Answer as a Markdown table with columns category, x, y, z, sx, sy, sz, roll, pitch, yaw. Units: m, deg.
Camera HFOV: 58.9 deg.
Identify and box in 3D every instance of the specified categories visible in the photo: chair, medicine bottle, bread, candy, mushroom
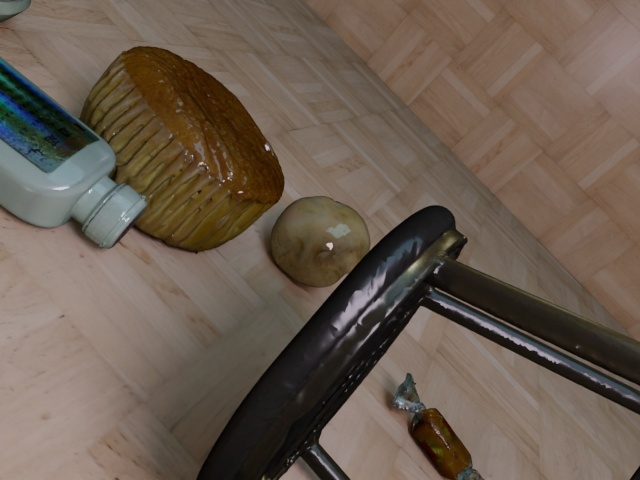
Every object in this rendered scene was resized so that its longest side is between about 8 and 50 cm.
| category | x | y | z | sx | sy | sz | roll | pitch | yaw |
| --- | --- | --- | --- | --- | --- | --- | --- | --- | --- |
| chair | 0.156 | 0.205 | 0.428 | 0.410 | 0.364 | 0.362 | 38 | -1 | 14 |
| medicine bottle | -0.282 | -0.086 | 0.559 | 0.229 | 0.083 | 0.121 | 39 | 33 | -11 |
| bread | -0.170 | -0.115 | 0.712 | 0.253 | 0.142 | 0.227 | 54 | 20 | 22 |
| candy | 0.153 | 0.261 | 0.741 | 0.182 | 0.046 | 0.053 | 55 | 23 | 9 |
| mushroom | 0.000 | 0.000 | 0.820 | 0.148 | 0.112 | 0.148 | 12 | 41 | -11 |

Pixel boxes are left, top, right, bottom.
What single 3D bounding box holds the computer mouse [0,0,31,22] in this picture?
| category | x | y | z | sx | sy | sz | roll | pitch | yaw |
| --- | --- | --- | --- | --- | --- | --- | --- | --- | --- |
| computer mouse | -0.486 | -0.368 | 0.666 | 0.289 | 0.097 | 0.159 | 37 | 29 | -19 |
